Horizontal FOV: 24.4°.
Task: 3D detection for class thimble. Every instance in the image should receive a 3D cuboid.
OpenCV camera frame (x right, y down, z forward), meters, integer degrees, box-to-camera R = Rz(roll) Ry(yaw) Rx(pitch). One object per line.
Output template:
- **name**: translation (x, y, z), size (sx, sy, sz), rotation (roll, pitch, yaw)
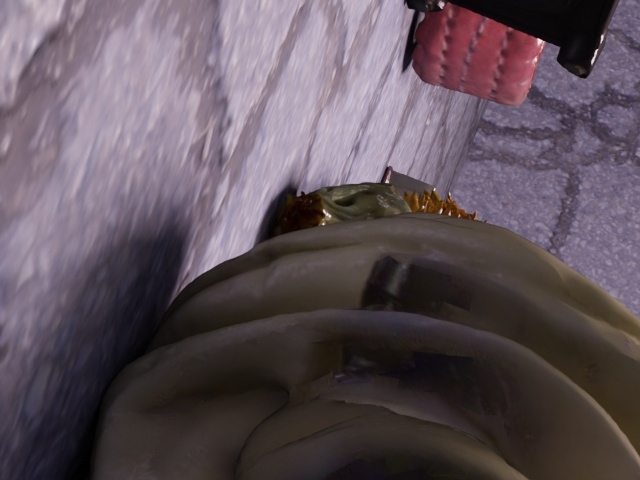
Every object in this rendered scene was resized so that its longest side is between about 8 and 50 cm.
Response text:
- **thimble**: translation (0.169, -0.230, 1.462), size (0.189, 0.125, 0.163), rotation (99, 11, -59)

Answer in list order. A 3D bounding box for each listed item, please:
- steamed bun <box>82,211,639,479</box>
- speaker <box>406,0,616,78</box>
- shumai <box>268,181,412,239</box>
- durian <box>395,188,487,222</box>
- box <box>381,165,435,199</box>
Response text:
- **steamed bun**: translation (0.038, 0.157, 0.698), size (0.237, 0.347, 0.393), rotation (65, 28, -73)
- **speaker**: translation (0.201, -0.308, 1.242), size (0.232, 0.184, 0.254), rotation (88, 27, -72)
- **shumai**: translation (0.000, 0.001, 1.048), size (0.124, 0.087, 0.098), rotation (-7, -104, 49)
- **durian**: translation (0.035, 0.049, 1.230), size (0.249, 0.138, 0.183), rotation (109, -28, -43)
- **box**: translation (0.097, -0.044, 1.718), size (0.084, 0.063, 0.060), rotation (64, 48, -79)
